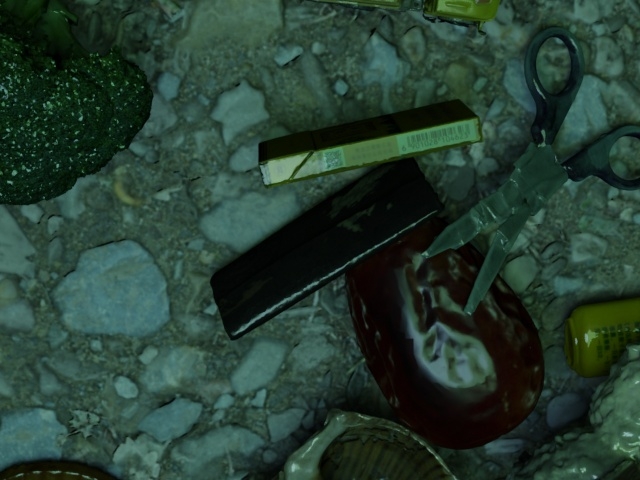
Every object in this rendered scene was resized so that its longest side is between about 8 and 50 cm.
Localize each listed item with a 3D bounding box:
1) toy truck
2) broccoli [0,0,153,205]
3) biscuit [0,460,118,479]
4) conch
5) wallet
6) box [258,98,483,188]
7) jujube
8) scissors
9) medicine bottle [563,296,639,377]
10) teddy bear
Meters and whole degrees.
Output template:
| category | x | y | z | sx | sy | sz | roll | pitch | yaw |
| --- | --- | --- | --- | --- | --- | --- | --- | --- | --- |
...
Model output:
| category | x | y | z | sx | sy | sz | roll | pitch | yaw |
| --- | --- | --- | --- | --- | --- | --- | --- | --- | --- |
| toy truck | 0.096 | -0.335 | 1.561 | 0.272 | 0.157 | 0.124 | 8 | 104 | -5 |
| broccoli | -0.355 | -0.179 | 1.538 | 0.308 | 0.308 | 0.275 | 11 | 66 | -6 |
| biscuit | -0.378 | 0.460 | 1.807 | 0.318 | 0.040 | 0.318 | -1 | 106 | -2 |
| conch | 0.049 | 0.354 | 1.730 | 0.324 | 0.186 | 0.263 | 10 | 103 | -14 |
| wallet | 0.000 | 0.000 | 1.638 | 0.321 | 0.170 | 0.044 | -33 | 117 | 6 |
| box | 0.059 | -0.125 | 1.616 | 0.279 | 0.153 | 0.041 | -12 | 105 | 0 |
| jujube | 0.162 | 0.120 | 1.672 | 0.223 | 0.223 | 0.318 | -30 | 97 | 5 |
| scissors | 0.275 | -0.071 | 1.624 | 0.256 | 0.029 | 0.383 | 46 | 69 | -14 |
| medicine bottle | 0.493 | 0.122 | 1.748 | 0.309 | 0.076 | 0.111 | -8 | 120 | -1 |
| teddy bear | 0.429 | 0.326 | 1.664 | 0.375 | 0.327 | 0.362 | 24 | 92 | -21 |
